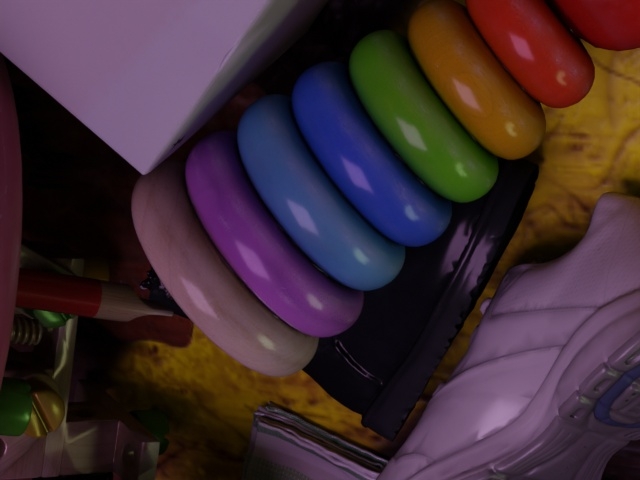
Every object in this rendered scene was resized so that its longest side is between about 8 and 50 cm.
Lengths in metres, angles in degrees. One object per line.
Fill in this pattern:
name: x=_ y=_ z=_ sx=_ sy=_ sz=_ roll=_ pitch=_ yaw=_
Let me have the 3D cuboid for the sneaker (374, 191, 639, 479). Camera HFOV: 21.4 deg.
sneaker: x=0.130 y=0.090 z=1.022 sx=0.111 sy=0.129 sz=0.297 roll=18 pitch=133 yaw=-33

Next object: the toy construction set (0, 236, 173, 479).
toy construction set: x=-0.185 y=0.080 z=1.146 sx=0.309 sy=0.237 sz=0.257 roll=-19 pitch=66 yaw=58

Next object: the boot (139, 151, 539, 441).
boot: x=0.000 y=0.000 z=1.049 sx=0.207 sy=0.094 sz=0.246 roll=30 pitch=136 yaw=4

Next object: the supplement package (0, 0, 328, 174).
supplement package: x=-0.101 y=-0.220 z=0.896 sx=0.263 sy=0.198 sz=0.199 roll=41 pitch=130 yaw=1

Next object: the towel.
towel: x=-0.010 y=0.197 z=1.231 sx=0.113 sy=0.023 sz=0.152 roll=25 pitch=129 yaw=14

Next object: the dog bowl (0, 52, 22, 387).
dog bowl: x=-0.300 y=0.013 z=0.968 sx=0.408 sy=0.150 sz=0.408 roll=-17 pitch=70 yaw=58

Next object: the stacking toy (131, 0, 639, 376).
stacking toy: x=0.062 y=-0.073 z=0.907 sx=0.330 sy=0.141 sz=0.141 roll=-37 pitch=98 yaw=13
